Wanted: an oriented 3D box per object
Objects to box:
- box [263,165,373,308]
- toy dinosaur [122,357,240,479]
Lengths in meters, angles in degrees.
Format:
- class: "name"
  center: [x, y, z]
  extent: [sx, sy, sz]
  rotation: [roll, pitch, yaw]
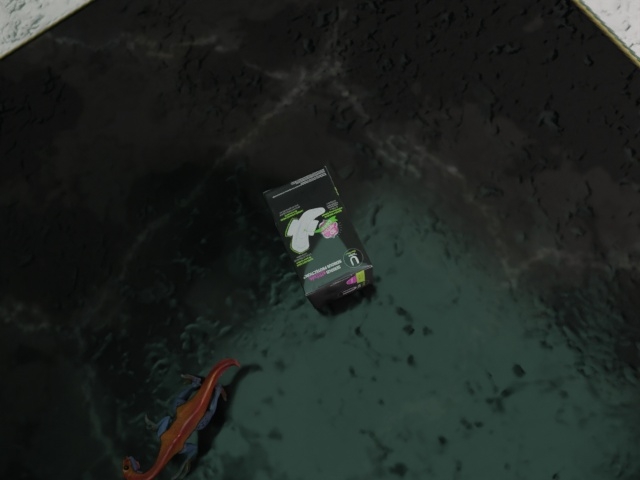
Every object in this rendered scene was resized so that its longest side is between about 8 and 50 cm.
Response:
- class: "box"
  center: [0.000, 0.000, 0.431]
  extent: [0.052, 0.062, 0.083]
  rotation: [-23, 72, -1]
- class: "toy dinosaur"
  center: [-0.104, 0.129, 0.406]
  extent: [0.047, 0.090, 0.082]
  rotation: [28, 35, 4]
